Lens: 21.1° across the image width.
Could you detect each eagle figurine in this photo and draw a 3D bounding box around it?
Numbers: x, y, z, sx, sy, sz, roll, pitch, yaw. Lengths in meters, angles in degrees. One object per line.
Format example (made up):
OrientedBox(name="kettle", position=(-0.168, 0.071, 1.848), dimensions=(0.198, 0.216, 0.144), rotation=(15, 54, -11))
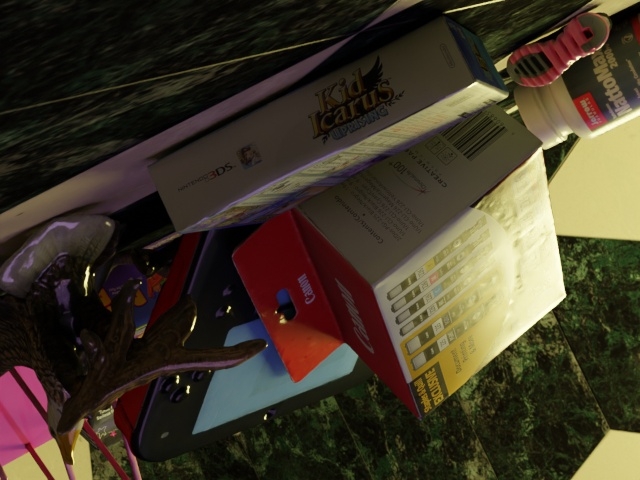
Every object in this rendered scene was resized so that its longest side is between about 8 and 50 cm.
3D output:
OrientedBox(name="eagle figurine", position=(-0.232, 0.079, 1.459), dimensions=(0.226, 0.225, 0.298), rotation=(27, 177, -36))

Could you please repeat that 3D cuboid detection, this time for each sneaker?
OrientedBox(name="sneaker", position=(0.241, -0.193, 1.712), dimensions=(0.119, 0.047, 0.057), rotation=(-26, -171, 32))

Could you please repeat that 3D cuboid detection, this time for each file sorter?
OrientedBox(name="file sorter", position=(-0.356, 0.236, 1.811), dimensions=(0.290, 0.182, 0.202), rotation=(-28, 138, -19))

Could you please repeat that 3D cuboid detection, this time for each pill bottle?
OrientedBox(name="pill bottle", position=(0.320, -0.179, 1.975), dimensions=(0.180, 0.108, 0.108), rotation=(-27, 177, 19))

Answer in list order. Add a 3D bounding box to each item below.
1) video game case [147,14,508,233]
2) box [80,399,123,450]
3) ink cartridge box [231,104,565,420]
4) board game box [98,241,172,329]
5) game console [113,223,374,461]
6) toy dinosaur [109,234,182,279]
OrientedBox(name="video game case", position=(0.016, -0.088, 1.346), dimensions=(0.244, 0.061, 0.269), rotation=(-28, 177, 11))
OrientedBox(name="box", position=(-0.253, 0.161, 2.427), dimensions=(0.247, 0.142, 0.163), rotation=(-24, -155, -23))
OrientedBox(name="ink cartridge box", position=(0.083, 0.032, 1.629), dimensions=(0.272, 0.130, 0.309), rotation=(-40, 151, -9))
OrientedBox(name="board game box", position=(-0.287, 0.105, 2.126), dimensions=(0.233, 0.078, 0.347), rotation=(-25, 177, -24))
OrientedBox(name="game console", position=(-0.015, 0.051, 1.701), dimensions=(0.386, 0.060, 0.342), rotation=(-17, 144, -43))
OrientedBox(name="toy dinosaur", position=(-0.090, 0.014, 1.779), dimensions=(0.313, 0.121, 0.160), rotation=(-32, 162, 29))
